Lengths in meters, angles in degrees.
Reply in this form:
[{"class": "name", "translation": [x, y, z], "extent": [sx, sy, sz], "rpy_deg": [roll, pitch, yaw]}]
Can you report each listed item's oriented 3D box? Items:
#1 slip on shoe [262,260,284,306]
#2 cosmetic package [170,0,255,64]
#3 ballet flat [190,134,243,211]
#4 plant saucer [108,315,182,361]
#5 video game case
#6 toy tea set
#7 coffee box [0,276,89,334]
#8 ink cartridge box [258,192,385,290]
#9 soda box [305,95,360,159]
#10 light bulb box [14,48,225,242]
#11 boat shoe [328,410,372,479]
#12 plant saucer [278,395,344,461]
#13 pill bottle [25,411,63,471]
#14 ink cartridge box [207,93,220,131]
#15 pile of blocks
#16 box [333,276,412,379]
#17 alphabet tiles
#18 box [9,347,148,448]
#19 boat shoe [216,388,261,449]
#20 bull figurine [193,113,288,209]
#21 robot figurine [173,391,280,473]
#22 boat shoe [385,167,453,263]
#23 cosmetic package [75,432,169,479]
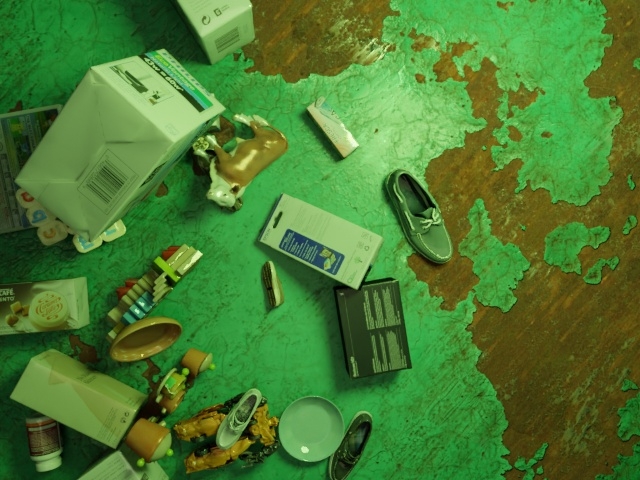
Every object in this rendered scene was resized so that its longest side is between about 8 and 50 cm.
[{"class": "slip on shoe", "translation": [-0.135, 0.126, 1.537], "extent": [0.041, 0.051, 0.135], "rpy_deg": [-8, 82, -44]}, {"class": "cosmetic package", "translation": [-0.365, -0.739, 1.413], "extent": [0.161, 0.230, 0.453], "rpy_deg": [-33, 94, -4]}, {"class": "ballet flat", "translation": [-0.298, -0.195, 1.509], "extent": [0.084, 0.058, 0.250], "rpy_deg": [-28, 93, -4]}, {"class": "plant saucer", "translation": [-0.483, 0.267, 1.445], "extent": [0.200, 0.200, 0.037], "rpy_deg": [-30, 64, -4]}, {"class": "video game case", "translation": [-0.845, -0.195, 1.477], "extent": [0.299, 0.036, 0.329], "rpy_deg": [-11, 91, -4]}, {"class": "toy tea set", "translation": [-0.396, 0.460, 1.443], "extent": [0.124, 0.200, 0.336], "rpy_deg": [30, 83, 4]}, {"class": "coffee box", "translation": [-0.787, 0.180, 1.454], "extent": [0.246, 0.098, 0.141], "rpy_deg": [-3, 91, -5]}, {"class": "ink cartridge box", "translation": [0.000, 0.000, 1.498], "extent": [0.332, 0.065, 0.165], "rpy_deg": [26, 88, 18]}, {"class": "soda box", "translation": [0.035, -0.328, 1.535], "extent": [0.063, 0.058, 0.183], "rpy_deg": [-38, 94, -3]}, {"class": "light bulb box", "translation": [-0.468, -0.243, 1.279], "extent": [0.225, 0.361, 0.358], "rpy_deg": [43, 115, -12]}, {"class": "boat shoe", "translation": [0.093, 0.616, 1.542], "extent": [0.080, 0.076, 0.229], "rpy_deg": [30, 88, -4]}, {"class": "plant saucer", "translation": [-0.027, 0.551, 1.551], "extent": [0.194, 0.037, 0.195], "rpy_deg": [0, 91, -4]}, {"class": "pill bottle", "translation": [-0.770, 0.559, 1.466], "extent": [0.086, 0.086, 0.152], "rpy_deg": [-7, 91, -5]}, {"class": "ink cartridge box", "translation": [-0.364, -0.357, 1.485], "extent": [0.143, 0.092, 0.090], "rpy_deg": [-6, 92, -3]}, {"class": "pile of blocks", "translation": [-0.489, 0.133, 1.453], "extent": [0.112, 0.149, 0.362], "rpy_deg": [43, 88, -3]}, {"class": "box", "translation": [0.149, 0.252, 1.530], "extent": [0.184, 0.103, 0.261], "rpy_deg": [-9, 92, -7]}, {"class": "alphabet tiles", "translation": [-0.673, -0.116, 1.464], "extent": [0.278, 0.021, 0.284], "rpy_deg": [-29, 97, -21]}, {"class": "box", "translation": [-0.658, 0.432, 1.446], "extent": [0.311, 0.148, 0.121], "rpy_deg": [28, 87, -6]}, {"class": "boat shoe", "translation": [-0.224, 0.493, 1.438], "extent": [0.066, 0.063, 0.184], "rpy_deg": [40, 82, 4]}, {"class": "bull figurine", "translation": [-0.232, -0.229, 1.465], "extent": [0.188, 0.101, 0.310], "rpy_deg": [48, 63, -3]}, {"class": "robot figurine", "translation": [-0.259, 0.552, 1.509], "extent": [0.291, 0.085, 0.211], "rpy_deg": [-15, 92, -4]}, {"class": "boat shoe", "translation": [0.296, -0.069, 1.538], "extent": [0.116, 0.099, 0.319], "rpy_deg": [-31, 93, -4]}, {"class": "cosmetic package", "translation": [-0.546, 0.668, 1.454], "extent": [0.151, 0.151, 0.184], "rpy_deg": [-36, 94, -4]}]
